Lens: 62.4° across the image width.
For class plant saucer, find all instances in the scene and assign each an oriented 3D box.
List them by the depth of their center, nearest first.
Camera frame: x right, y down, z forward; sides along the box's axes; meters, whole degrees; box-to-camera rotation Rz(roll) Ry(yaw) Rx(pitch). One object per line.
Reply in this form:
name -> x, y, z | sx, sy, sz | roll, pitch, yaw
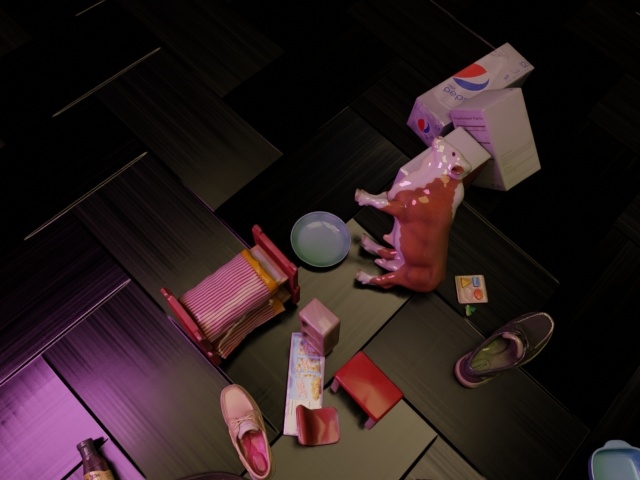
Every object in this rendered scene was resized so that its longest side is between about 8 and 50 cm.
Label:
plant saucer -> 0.000, 0.000, 1.054 | 0.120, 0.021, 0.119 | 2, 67, -5

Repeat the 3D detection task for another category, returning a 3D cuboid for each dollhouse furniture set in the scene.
dollhouse furniture set -> -0.061, 0.178, 0.872 | 0.201, 0.152, 0.374 | -39, 67, -19

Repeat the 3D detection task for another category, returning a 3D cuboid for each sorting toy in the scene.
sorting toy -> 0.301, 0.108, 1.043 | 0.062, 0.012, 0.083 | -1, 67, -6

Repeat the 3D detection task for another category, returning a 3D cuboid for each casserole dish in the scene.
casserole dish -> 0.522, 0.444, 0.909 | 0.114, 0.037, 0.188 | 0, 68, -6

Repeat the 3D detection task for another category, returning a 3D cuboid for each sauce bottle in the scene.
sauce bottle -> -0.355, 0.381, 0.846 | 0.042, 0.042, 0.128 | -29, 71, -16

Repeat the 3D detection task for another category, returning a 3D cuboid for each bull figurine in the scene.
bull figurine -> 0.163, -0.034, 0.952 | 0.189, 0.310, 0.101 | 5, 32, 12

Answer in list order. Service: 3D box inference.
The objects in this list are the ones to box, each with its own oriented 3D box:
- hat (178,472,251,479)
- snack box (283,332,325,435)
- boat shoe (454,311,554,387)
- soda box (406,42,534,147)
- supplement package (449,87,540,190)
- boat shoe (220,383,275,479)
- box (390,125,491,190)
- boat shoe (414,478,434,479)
hat -> -0.183, 0.502, 0.763 | 0.332, 0.134, 0.331 | 2, 66, -4
snack box -> -0.026, 0.255, 0.942 | 0.064, 0.022, 0.178 | 4, 67, -1
boat shoe -> 0.352, 0.198, 0.976 | 0.224, 0.073, 0.080 | -26, 72, -15
soda box -> 0.335, -0.325, 1.184 | 0.286, 0.098, 0.091 | -34, 74, -17
supplement package -> 0.359, -0.208, 1.087 | 0.105, 0.105, 0.179 | -31, 113, -16
boat shoe -> -0.120, 0.318, 0.886 | 0.063, 0.059, 0.170 | -24, 72, -15
box -> 0.236, -0.126, 1.072 | 0.171, 0.130, 0.091 | -36, 74, -18
boat shoe -> 0.307, 0.467, 0.836 | 0.336, 0.112, 0.095 | 15, 70, 2
